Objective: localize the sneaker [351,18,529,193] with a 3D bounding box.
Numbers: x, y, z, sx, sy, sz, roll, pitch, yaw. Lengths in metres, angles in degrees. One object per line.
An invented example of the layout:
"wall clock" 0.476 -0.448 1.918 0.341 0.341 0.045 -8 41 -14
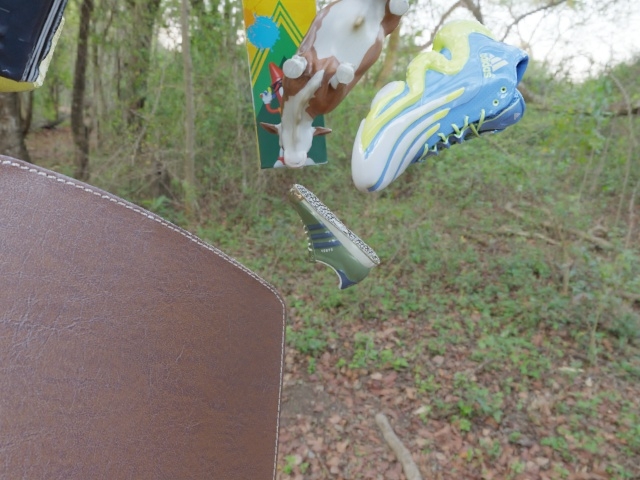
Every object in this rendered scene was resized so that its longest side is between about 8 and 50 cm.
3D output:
"sneaker" 0.136 -0.136 0.579 0.126 0.240 0.091 27 -14 29

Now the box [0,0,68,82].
"box" -0.340 -0.490 0.458 0.298 0.471 0.479 12 37 -45

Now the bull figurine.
"bull figurine" 0.020 -0.241 0.721 0.101 0.310 0.188 30 1 -8

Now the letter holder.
"letter holder" -0.171 0.095 0.401 0.152 0.214 0.302 -9 -25 29

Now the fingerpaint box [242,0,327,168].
"fingerpaint box" -0.082 -0.405 1.353 0.163 0.370 0.444 -5 18 -2

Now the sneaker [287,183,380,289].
"sneaker" 0.000 0.000 0.894 0.192 0.086 0.064 44 17 11

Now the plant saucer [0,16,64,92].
"plant saucer" -0.632 -0.355 0.919 0.333 0.080 0.332 -4 42 -12
